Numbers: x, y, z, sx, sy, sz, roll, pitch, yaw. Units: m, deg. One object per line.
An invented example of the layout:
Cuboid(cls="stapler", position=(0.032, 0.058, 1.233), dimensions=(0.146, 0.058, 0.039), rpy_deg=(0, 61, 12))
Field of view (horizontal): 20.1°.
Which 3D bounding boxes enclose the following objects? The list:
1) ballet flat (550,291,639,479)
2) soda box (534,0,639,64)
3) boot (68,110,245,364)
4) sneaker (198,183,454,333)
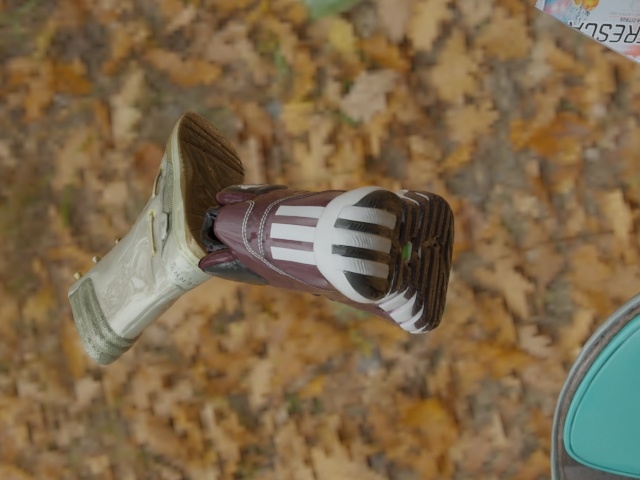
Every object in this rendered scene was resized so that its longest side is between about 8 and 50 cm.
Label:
Cuboid(cls="ballet flat", position=(0.131, 0.091, 0.776), dimensions=(0.068, 0.072, 0.213), rpy_deg=(-72, -7, -57))
Cuboid(cls="soda box", position=(0.302, -0.212, 1.772), dimensions=(0.183, 0.063, 0.058), rpy_deg=(35, 100, 39))
Cuboid(cls="boot", position=(-0.142, -0.005, 1.543), dimensions=(0.165, 0.077, 0.213), rpy_deg=(-43, 27, 25))
Cuboid(cls="sneaker", position=(0.000, 0.000, 1.356), dimensions=(0.162, 0.281, 0.106), rpy_deg=(7, 82, 19))
